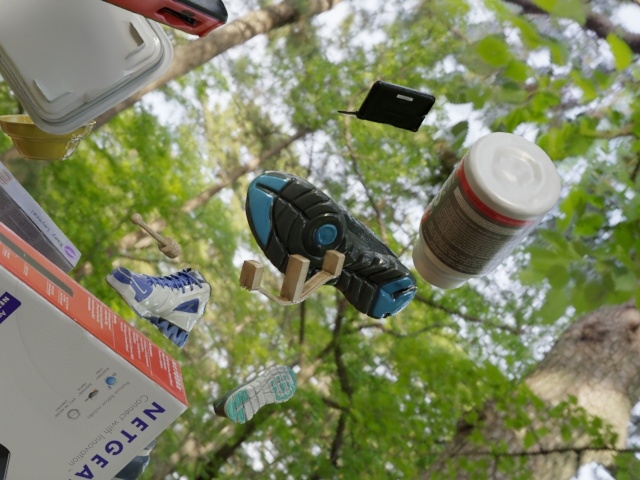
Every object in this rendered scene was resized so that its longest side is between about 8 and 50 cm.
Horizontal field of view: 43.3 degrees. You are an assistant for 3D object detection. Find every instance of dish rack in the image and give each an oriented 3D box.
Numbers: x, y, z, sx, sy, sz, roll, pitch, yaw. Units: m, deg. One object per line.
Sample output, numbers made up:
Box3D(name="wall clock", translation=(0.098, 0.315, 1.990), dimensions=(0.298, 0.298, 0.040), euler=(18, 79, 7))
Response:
Box3D(name="dish rack", translation=(-0.449, -0.383, 1.404), dimensions=(0.333, 0.285, 0.072), euler=(56, -9, 0))

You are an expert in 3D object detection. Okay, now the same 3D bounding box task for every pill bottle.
Box3D(name="pill bottle", translation=(0.288, -0.038, 1.490), dimensions=(0.176, 0.176, 0.318), euler=(47, -34, 13))

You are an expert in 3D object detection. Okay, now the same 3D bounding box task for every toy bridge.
Box3D(name="toy bridge", translation=(-0.034, 0.050, 1.043), dimensions=(0.026, 0.188, 0.063), euler=(24, -73, 34))

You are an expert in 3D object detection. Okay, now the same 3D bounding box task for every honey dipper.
Box3D(name="honey dipper", translation=(-0.279, -0.008, 1.353), dimensions=(0.030, 0.030, 0.161), euler=(42, -5, 24))

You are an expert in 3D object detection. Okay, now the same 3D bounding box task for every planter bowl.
Box3D(name="planter bowl", translation=(-0.624, -0.232, 1.833), dimensions=(0.217, 0.217, 0.090), euler=(21, -69, 50))

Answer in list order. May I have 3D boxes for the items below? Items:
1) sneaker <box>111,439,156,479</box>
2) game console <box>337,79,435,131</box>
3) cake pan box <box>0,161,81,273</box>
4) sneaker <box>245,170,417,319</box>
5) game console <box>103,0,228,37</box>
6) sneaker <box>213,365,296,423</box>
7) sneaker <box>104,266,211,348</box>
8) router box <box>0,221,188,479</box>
Box3D(name="sneaker", translation=(-0.470, 0.389, 1.462), dimensions=(0.319, 0.131, 0.112), euler=(17, 10, -19))
Box3D(name="game console", translation=(0.108, -0.224, 1.329), dimensions=(0.107, 0.122, 0.071), euler=(-60, -143, 34))
Box3D(name="cake pan box", translation=(-0.645, 0.009, 1.587), dimensions=(0.267, 0.245, 0.070), euler=(53, 19, -21))
Box3D(name="sneaker", translation=(0.000, 0.000, 1.199), dimensions=(0.341, 0.125, 0.140), euler=(40, 8, -39))
Box3D(name="game console", translation=(-0.293, -0.440, 1.067), dimensions=(0.342, 0.060, 0.386), euler=(60, 19, 10))
Box3D(name="sneaker", translation=(-0.113, 0.256, 1.358), dimensions=(0.076, 0.166, 0.065), euler=(-13, -88, 45))
Box3D(name="sneaker", translation=(-0.385, 0.126, 2.020), dimensions=(0.127, 0.182, 0.315), euler=(35, -11, 39))
Box3D(name="router box", translation=(-0.343, 0.156, 0.722), dimensions=(0.301, 0.335, 0.082), euler=(44, 5, -27))
